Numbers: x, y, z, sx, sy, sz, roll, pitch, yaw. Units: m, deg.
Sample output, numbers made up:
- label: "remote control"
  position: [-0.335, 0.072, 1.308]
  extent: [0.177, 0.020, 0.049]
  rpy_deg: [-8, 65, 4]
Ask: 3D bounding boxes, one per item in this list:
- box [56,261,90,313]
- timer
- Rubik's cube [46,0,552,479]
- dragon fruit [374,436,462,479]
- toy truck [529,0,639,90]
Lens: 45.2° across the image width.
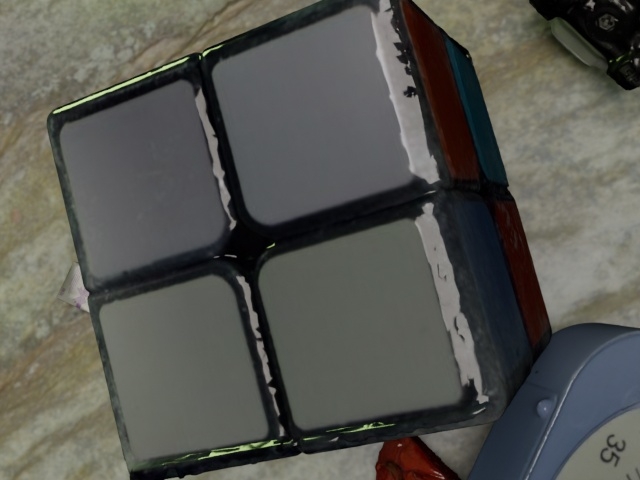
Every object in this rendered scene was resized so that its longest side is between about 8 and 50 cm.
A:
- label: "box"
  position: [-0.239, 0.068, 0.887]
  extent: [0.117, 0.036, 0.051]
  rpy_deg: [22, 87, 7]
- label: "timer"
  position: [0.321, 0.294, 0.713]
  extent: [0.395, 0.173, 0.395]
  rpy_deg: [1, 85, -9]
- label: "Rubik's cube"
  position: [0.000, 0.000, 0.683]
  extent: [0.316, 0.318, 0.313]
  rpy_deg: [-16, 86, 21]
- label: "dragon fruit"
  position: [0.107, 0.287, 0.813]
  extent: [0.106, 0.083, 0.162]
  rpy_deg: [-45, 84, 2]
- label: "toy truck"
  position: [0.342, -0.283, 0.798]
  extent: [0.161, 0.213, 0.177]
  rpy_deg: [42, 52, -2]
